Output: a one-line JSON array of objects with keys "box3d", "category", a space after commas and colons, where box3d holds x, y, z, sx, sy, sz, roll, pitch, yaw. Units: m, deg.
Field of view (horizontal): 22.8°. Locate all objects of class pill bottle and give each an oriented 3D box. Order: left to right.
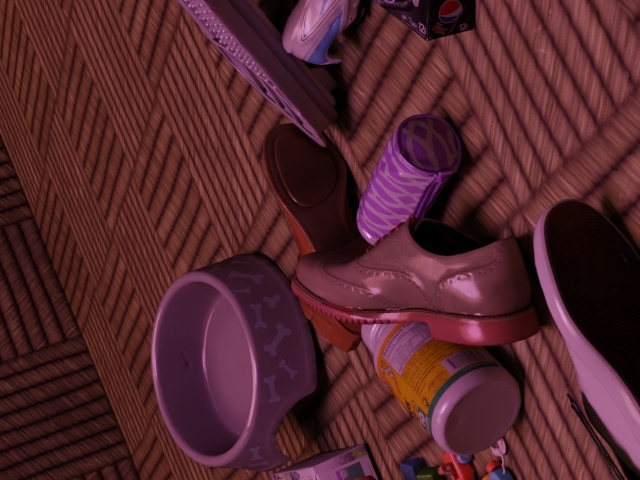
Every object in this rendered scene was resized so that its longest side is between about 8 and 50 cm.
[{"box3d": [0.135, 0.149, 1.874, 0.208, 0.117, 0.117, 47, 149, 47], "category": "pill bottle"}]

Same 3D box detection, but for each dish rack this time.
[{"box3d": [-0.108, -0.282, 2.015, 0.333, 0.072, 0.285, 47, 179, -39], "category": "dish rack"}]

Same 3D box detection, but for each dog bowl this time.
[{"box3d": [-0.148, 0.196, 2.490, 0.349, 0.102, 0.349, 8, 100, 52], "category": "dog bowl"}]

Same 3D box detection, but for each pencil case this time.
[{"box3d": [0.100, -0.059, 1.823, 0.206, 0.086, 0.088, 109, 148, -59], "category": "pencil case"}]

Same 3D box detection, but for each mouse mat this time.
[{"box3d": [0.288, 0.222, 1.571, 0.152, 0.007, 0.189, 59, -177, 15], "category": "mouse mat"}]

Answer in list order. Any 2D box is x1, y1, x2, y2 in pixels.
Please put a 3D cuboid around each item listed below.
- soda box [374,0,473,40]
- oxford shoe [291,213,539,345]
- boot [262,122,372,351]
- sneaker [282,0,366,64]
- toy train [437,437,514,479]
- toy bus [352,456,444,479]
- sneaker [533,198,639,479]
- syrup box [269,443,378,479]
[{"box3d": [0.095, -0.272, 1.688, 0.169, 0.060, 0.053, 45, 145, 49], "category": "soda box"}, {"box3d": [0.102, 0.028, 1.804, 0.348, 0.123, 0.130, 7, 109, 42], "category": "oxford shoe"}, {"box3d": [0.000, 0.000, 2.137, 0.283, 0.109, 0.220, 54, 159, 21], "category": "boot"}, {"box3d": [0.023, -0.304, 1.846, 0.237, 0.086, 0.085, 113, 163, -45], "category": "sneaker"}, {"box3d": [0.190, 0.296, 1.962, 0.125, 0.046, 0.166, 67, 160, 9], "category": "toy train"}, {"box3d": [0.073, 0.385, 2.095, 0.202, 0.191, 0.104, -53, -53, -67], "category": "toy bus"}, {"box3d": [0.267, 0.106, 1.515, 0.290, 0.106, 0.123, 66, 157, 9], "category": "sneaker"}, {"box3d": [0.009, 0.377, 2.419, 0.093, 0.096, 0.237, 68, 159, 4], "category": "syrup box"}]
